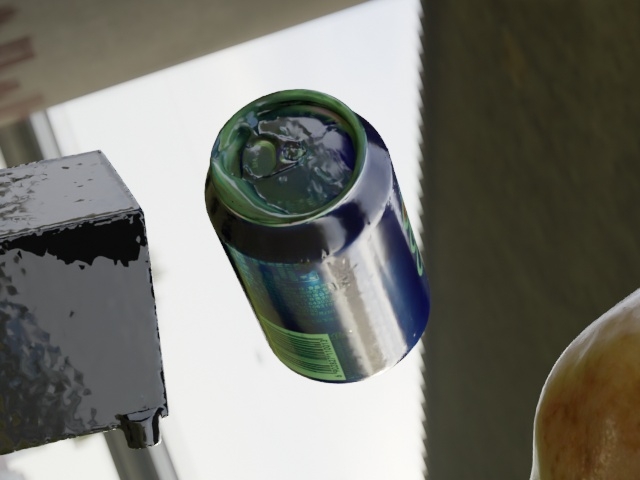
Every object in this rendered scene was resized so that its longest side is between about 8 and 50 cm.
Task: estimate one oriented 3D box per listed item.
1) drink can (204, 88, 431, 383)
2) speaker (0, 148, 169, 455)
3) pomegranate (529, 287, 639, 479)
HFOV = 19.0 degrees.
[{"bbox_3d":[0.000,0.000,1.187,0.205,0.118,0.118,71,-7,-58],"label":"drink can"},{"bbox_3d":[-0.279,0.072,1.831,0.184,0.232,0.254,-131,-148,-61],"label":"speaker"},{"bbox_3d":[0.364,0.223,1.625,0.411,0.411,0.411,160,-90,-77],"label":"pomegranate"}]
